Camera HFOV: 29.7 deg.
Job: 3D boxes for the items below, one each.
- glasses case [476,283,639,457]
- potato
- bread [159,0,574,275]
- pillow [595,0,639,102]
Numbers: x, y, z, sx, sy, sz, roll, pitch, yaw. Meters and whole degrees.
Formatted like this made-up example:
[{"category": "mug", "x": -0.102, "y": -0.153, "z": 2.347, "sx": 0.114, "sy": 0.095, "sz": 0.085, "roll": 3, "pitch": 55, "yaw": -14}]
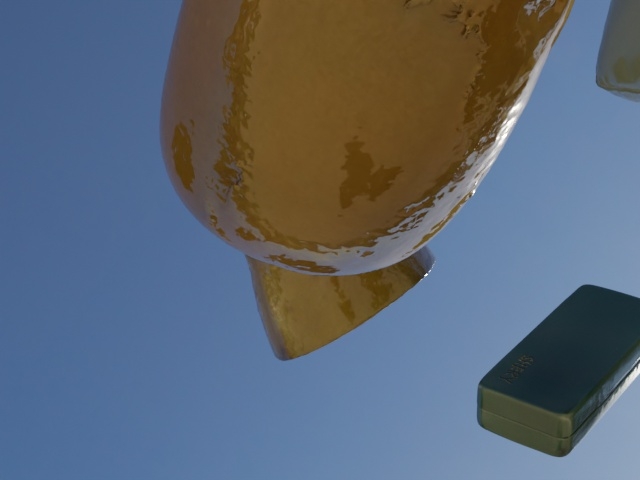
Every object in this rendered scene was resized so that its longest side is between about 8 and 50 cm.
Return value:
[{"category": "glasses case", "x": 0.197, "y": 0.095, "z": 0.931, "sx": 0.184, "sy": 0.078, "sz": 0.039, "roll": -34, "pitch": -48, "yaw": -45}, {"category": "potato", "x": 0.000, "y": 0.000, "z": 1.131, "sx": 0.178, "sy": 0.203, "sz": 0.158, "roll": -26, "pitch": -87, "yaw": 37}, {"category": "bread", "x": 0.011, "y": -0.065, "z": 0.484, "sx": 0.147, "sy": 0.098, "sz": 0.217, "roll": 16, "pitch": -44, "yaw": -3}, {"category": "pillow", "x": 0.300, "y": -0.242, "z": 0.805, "sx": 0.120, "sy": 0.255, "sz": 0.322, "roll": 9, "pitch": -81, "yaw": -22}]
